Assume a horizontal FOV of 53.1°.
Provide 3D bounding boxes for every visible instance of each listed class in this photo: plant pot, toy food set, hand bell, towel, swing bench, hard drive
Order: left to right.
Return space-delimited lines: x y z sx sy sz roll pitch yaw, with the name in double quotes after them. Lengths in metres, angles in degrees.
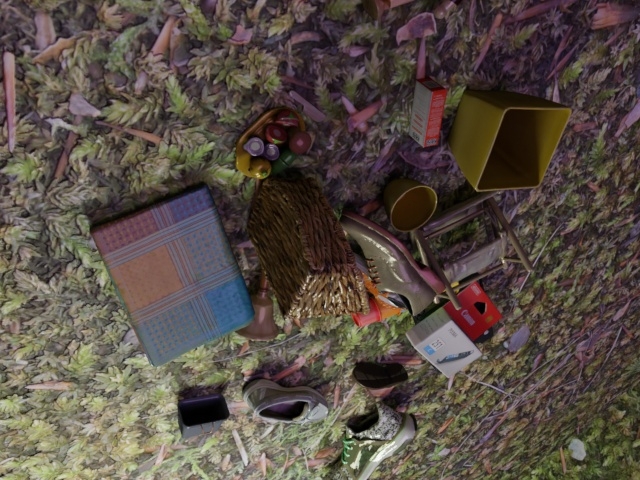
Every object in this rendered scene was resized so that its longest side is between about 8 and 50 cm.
-0.315 0.082 1.424 0.271 0.040 0.370 -24 119 -14 "towel"
-0.137 0.111 1.577 0.126 0.126 0.242 3 111 -33 "hand bell"
-0.084 -0.208 1.362 0.218 0.071 0.128 -44 134 6 "toy food set"
0.210 -0.103 1.605 0.134 0.095 0.134 -17 132 -19 "plant pot"
0.421 0.255 2.037 0.236 0.064 0.339 -32 135 -6 "hard drive"
0.399 0.016 1.746 0.253 0.165 0.255 -24 96 -11 "swing bench"
0.433 -0.261 1.552 0.212 0.187 0.212 -5 126 -28 "plant pot"

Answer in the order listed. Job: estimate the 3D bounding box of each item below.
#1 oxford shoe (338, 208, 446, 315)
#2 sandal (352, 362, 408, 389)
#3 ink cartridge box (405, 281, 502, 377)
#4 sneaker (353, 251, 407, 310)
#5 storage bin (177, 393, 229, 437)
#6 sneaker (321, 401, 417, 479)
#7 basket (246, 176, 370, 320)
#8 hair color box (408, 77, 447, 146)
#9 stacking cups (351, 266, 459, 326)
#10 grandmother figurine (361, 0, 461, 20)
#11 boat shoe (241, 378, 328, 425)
0.163 0.060 1.610 0.348 0.123 0.130 41 87 -14 "oxford shoe"
0.186 0.435 2.040 0.219 0.090 0.060 1 146 -40 "sandal"
0.429 0.278 1.951 0.261 0.066 0.296 -39 139 8 "ink cartridge box"
0.154 0.084 1.737 0.262 0.099 0.121 37 62 -29 "sneaker"
-0.327 0.495 1.760 0.135 0.098 0.091 -5 137 -28 "storage bin"
0.129 0.693 2.191 0.182 0.158 0.410 43 100 -13 "sneaker"
0.000 0.000 1.406 0.222 0.299 0.214 0 134 -29 "basket"
0.248 -0.298 1.492 0.043 0.072 0.141 -14 131 -22 "hair color box"
0.240 0.160 1.838 0.316 0.096 0.096 -19 132 -15 "stacking cups"
0.247 -0.547 1.279 0.342 0.104 0.208 -24 142 -9 "grandmother figurine"
-0.090 0.493 1.887 0.320 0.103 0.118 30 106 -42 "boat shoe"
